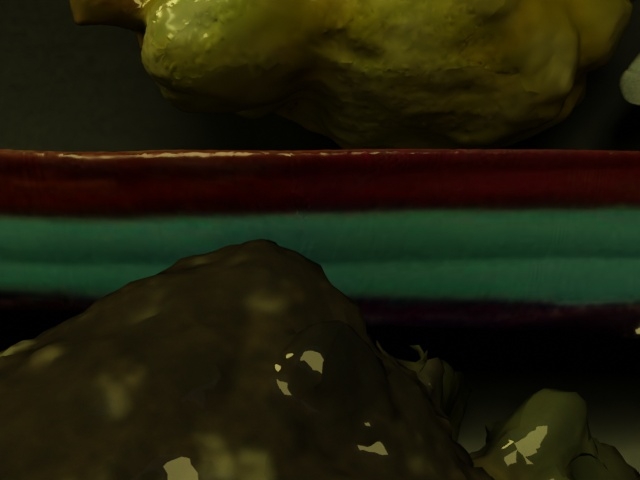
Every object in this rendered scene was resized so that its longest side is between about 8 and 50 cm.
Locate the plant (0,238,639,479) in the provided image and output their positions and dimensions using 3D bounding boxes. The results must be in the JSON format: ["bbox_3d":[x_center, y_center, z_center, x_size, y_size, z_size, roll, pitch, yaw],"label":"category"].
[{"bbox_3d":[-0.007,0.122,0.505,0.312,0.213,0.215,-16,60,-20],"label":"plant"}]

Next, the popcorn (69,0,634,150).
[{"bbox_3d":[0.015,-0.128,0.660,0.266,0.192,0.233,-27,78,-34],"label":"popcorn"}]

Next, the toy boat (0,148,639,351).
[{"bbox_3d":[0.000,0.000,0.621,0.392,0.136,0.079,2,79,0],"label":"toy boat"}]

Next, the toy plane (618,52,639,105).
[{"bbox_3d":[0.240,-0.158,0.729,0.212,0.088,0.267,2,61,0],"label":"toy plane"}]
